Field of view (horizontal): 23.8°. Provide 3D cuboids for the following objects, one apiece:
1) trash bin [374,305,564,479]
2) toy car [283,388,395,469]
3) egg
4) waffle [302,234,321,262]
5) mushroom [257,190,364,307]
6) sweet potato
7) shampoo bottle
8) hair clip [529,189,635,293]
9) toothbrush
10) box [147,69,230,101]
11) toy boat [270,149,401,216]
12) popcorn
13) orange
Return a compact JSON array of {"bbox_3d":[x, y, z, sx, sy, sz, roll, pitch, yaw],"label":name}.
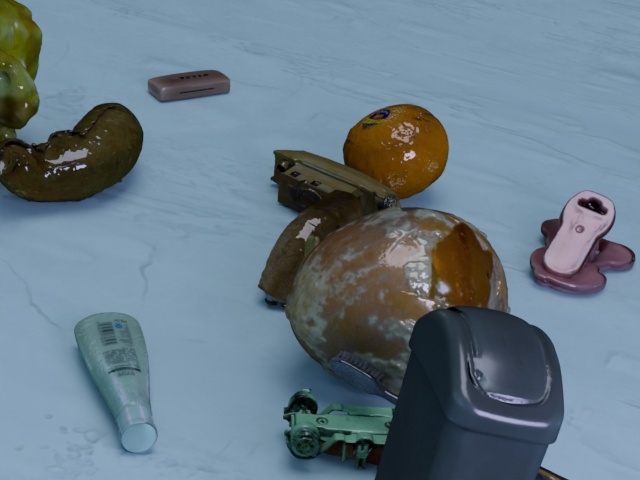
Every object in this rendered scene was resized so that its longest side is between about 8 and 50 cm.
[{"bbox_3d":[0.118,0.173,1.276,0.101,0.236,0.177,11,19,-15],"label":"trash bin"},{"bbox_3d":[0.035,0.184,1.453,0.143,0.054,0.073,3,31,-5],"label":"toy car"},{"bbox_3d":[0.079,0.061,1.547,0.233,0.195,0.195,1,29,-18],"label":"egg"},{"bbox_3d":[0.045,0.016,1.689,0.032,0.125,0.191,29,38,30],"label":"waffle"},{"bbox_3d":[0.001,0.001,1.741,0.072,0.094,0.210,15,25,19],"label":"mushroom"},{"bbox_3d":[-0.290,-0.109,1.859,0.124,0.098,0.310,17,25,17],"label":"sweet potato"},{"bbox_3d":[-0.194,0.137,1.494,0.069,0.041,0.190,2,29,-21],"label":"shampoo bottle"},{"bbox_3d":[0.310,0.020,1.839,0.123,0.102,0.138,18,63,22],"label":"hair clip"},{"bbox_3d":[0.149,0.191,1.424,0.321,0.023,0.031,31,33,9],"label":"toothbrush"},{"bbox_3d":[-0.186,-0.222,2.156,0.115,0.025,0.048,-11,35,-31],"label":"box"},{"bbox_3d":[0.017,-0.057,1.878,0.200,0.057,0.077,24,38,26],"label":"toy boat"},{"bbox_3d":[-0.454,-0.203,1.837,0.276,0.225,0.276,-19,42,18],"label":"popcorn"},{"bbox_3d":[0.099,-0.110,1.931,0.135,0.117,0.135,-32,18,12],"label":"orange"}]
